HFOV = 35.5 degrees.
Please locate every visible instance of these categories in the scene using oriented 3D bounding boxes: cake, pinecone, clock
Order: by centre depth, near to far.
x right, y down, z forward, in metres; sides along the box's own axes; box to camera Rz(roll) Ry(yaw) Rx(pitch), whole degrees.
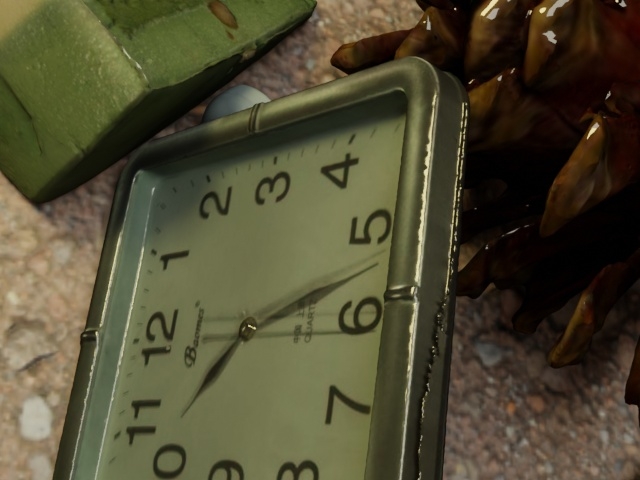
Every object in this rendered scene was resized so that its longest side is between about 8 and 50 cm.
[{"bbox_3d":[-0.039,0.050,0.563,0.049,0.279,0.273,27,63,-41],"label":"clock"},{"bbox_3d":[0.171,-0.089,0.646,0.384,0.384,0.384,6,70,-17],"label":"pinecone"},{"bbox_3d":[-0.142,-0.151,0.705,0.158,0.172,0.283,53,31,-4],"label":"cake"}]

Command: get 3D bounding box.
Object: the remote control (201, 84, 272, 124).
[{"bbox_3d":[0.000,0.000,0.681,0.047,0.087,0.244,-36,86,-26],"label":"remote control"}]
